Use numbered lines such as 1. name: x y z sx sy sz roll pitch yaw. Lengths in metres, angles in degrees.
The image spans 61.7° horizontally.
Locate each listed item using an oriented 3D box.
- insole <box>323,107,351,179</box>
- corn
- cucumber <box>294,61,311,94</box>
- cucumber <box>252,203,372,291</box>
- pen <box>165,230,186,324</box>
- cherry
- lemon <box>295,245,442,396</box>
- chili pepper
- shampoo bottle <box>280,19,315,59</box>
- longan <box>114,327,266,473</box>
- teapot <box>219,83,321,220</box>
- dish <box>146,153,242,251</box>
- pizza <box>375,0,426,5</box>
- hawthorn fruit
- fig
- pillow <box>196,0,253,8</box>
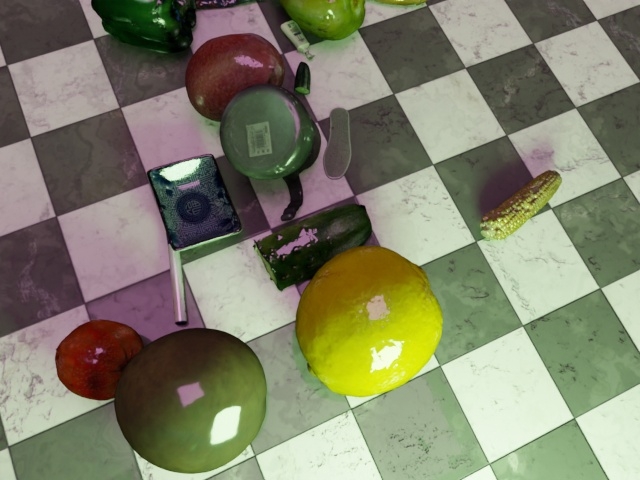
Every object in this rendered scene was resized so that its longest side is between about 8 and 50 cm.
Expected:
1. insole: 0.052 -0.278 1.521 0.080 0.003 0.232 6 71 -2
2. corn: 0.548 -0.096 1.455 0.288 0.086 0.086 -37 78 -16
3. cucumber: -0.050 -0.475 1.559 0.047 0.048 0.105 4 69 -3
4. cucumber: 0.001 0.001 1.375 0.325 0.105 0.145 -24 74 -14
5. pen: -0.366 0.080 1.353 0.033 0.033 0.269 -8 72 -7
6. cherry: -0.221 -0.431 1.411 0.261 0.307 0.221 -32 108 -36
7. lemon: 0.105 0.181 1.205 0.347 0.348 0.349 1 71 -4
8. chili pepper: -0.486 -0.657 1.500 0.256 0.233 0.249 10 55 6
9. shampoo bottle: -0.065 -0.599 1.605 0.048 0.034 0.141 -26 76 -20
10. longan: -0.272 0.337 1.141 0.318 0.319 0.319 1 71 -4
11. teapot: -0.083 -0.231 1.368 0.223 0.285 0.305 -38 85 14
12. dish: -0.325 -0.089 1.385 0.181 0.080 0.243 -18 71 -17
13. pizza: 0.199 -0.858 1.688 0.323 0.089 0.223 16 74 1
14. hawthorn fruit: -0.514 0.264 1.217 0.200 0.179 0.179 9 70 21
15. fig: -0.028 -0.697 1.564 0.313 0.233 0.233 -3 71 14
16. pillow: -0.310 -0.802 1.657 0.255 0.034 0.189 -12 75 -10
